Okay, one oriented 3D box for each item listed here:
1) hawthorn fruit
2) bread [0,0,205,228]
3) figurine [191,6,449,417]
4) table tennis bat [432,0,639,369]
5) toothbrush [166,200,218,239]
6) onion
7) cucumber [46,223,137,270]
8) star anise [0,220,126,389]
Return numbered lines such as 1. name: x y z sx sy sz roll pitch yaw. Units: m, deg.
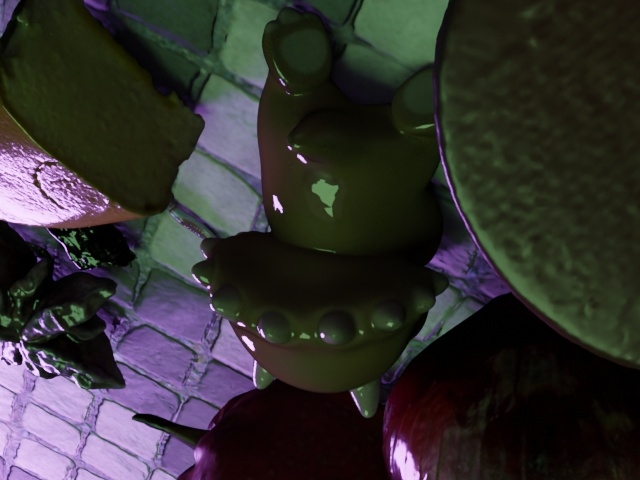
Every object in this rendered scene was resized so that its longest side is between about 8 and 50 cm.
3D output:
1. hawthorn fruit: -0.036 0.234 0.986 0.300 0.254 0.254 28 139 4
2. bread: -0.200 -0.095 0.819 0.169 0.140 0.160 -7 134 34
3. figurine: 0.004 0.004 0.779 0.177 0.173 0.247 23 139 6
4. table tennis bat: 0.167 -0.104 0.600 0.268 0.051 0.415 -37 97 14
5. toothbrush: -0.104 -0.008 0.942 0.193 0.019 0.013 40 137 -16
6. onion: 0.173 0.095 0.747 0.272 0.272 0.195 5 107 24
7. cucumber: -0.227 -0.039 0.954 0.053 0.053 0.181 -15 123 38
8. star anise: -0.280 0.058 1.050 0.209 0.089 0.231 -18 125 39
